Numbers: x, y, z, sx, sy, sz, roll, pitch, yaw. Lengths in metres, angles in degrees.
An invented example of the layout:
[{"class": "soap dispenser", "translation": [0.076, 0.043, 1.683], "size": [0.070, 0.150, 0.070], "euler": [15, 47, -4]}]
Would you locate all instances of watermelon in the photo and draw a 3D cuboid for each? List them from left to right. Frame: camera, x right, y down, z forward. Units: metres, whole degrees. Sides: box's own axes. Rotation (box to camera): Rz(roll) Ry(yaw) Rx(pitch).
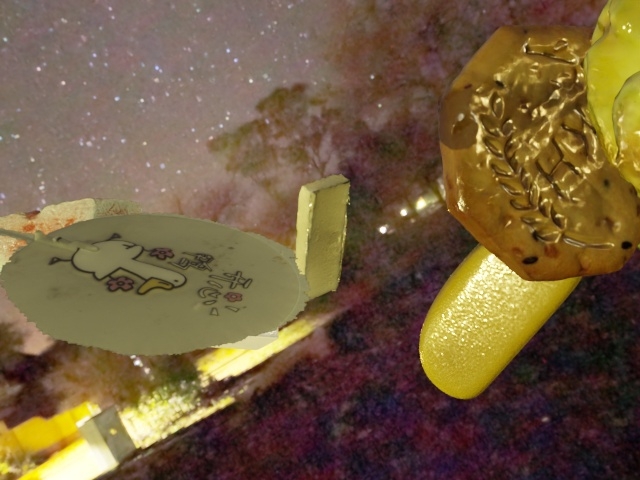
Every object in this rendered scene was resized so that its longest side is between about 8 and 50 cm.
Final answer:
[{"class": "watermelon", "translation": [-0.429, -0.003, 0.994], "size": [0.201, 0.261, 0.213], "euler": [-60, -13, 8]}]

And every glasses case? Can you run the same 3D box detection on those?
[{"class": "glasses case", "translation": [0.311, 0.110, 1.047], "size": [0.141, 0.173, 0.371], "euler": [-29, -28, -57]}]

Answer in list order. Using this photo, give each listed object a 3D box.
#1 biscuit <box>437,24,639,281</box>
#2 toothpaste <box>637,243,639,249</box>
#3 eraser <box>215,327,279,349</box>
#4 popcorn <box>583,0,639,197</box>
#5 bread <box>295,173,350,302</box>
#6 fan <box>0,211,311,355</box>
[{"class": "biscuit", "translation": [0.315, -0.120, 0.762], "size": [0.359, 0.359, 0.046], "euler": [-29, 4, -17]}, {"class": "toothpaste", "translation": [0.534, -0.067, 1.042], "size": [0.078, 0.248, 0.047], "euler": [-20, -18, -44]}, {"class": "eraser", "translation": [-0.215, 0.127, 0.959], "size": [0.298, 0.076, 0.078], "euler": [12, -31, -36]}, {"class": "popcorn", "translation": [0.325, -0.110, 0.368], "size": [0.282, 0.282, 0.247], "euler": [-31, 24, 56]}, {"class": "bread", "translation": [0.000, 0.000, 0.698], "size": [0.028, 0.154, 0.068], "euler": [25, 32, 37]}, {"class": "fan", "translation": [-0.210, 0.003, 0.478], "size": [0.414, 0.012, 0.233], "euler": [12, 23, 6]}]
